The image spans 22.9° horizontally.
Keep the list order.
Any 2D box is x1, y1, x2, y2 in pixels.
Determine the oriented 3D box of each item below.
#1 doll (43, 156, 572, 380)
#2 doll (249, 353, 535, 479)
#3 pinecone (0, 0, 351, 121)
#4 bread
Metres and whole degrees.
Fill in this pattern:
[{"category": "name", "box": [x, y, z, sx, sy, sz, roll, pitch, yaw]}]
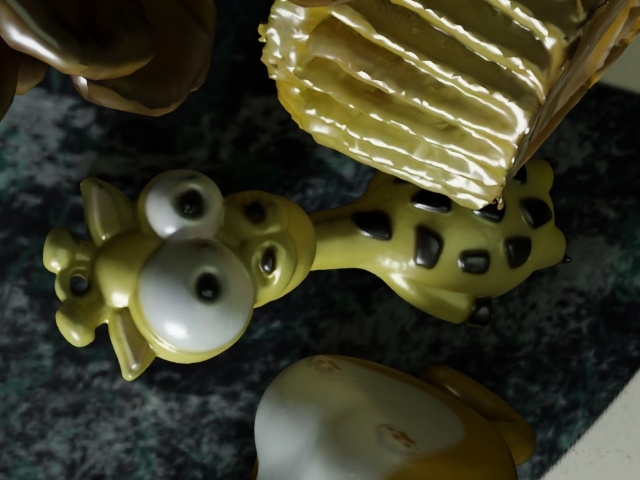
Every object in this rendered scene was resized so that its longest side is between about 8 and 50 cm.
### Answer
[{"category": "doll", "box": [0.000, 0.000, 0.833, 0.291, 0.086, 0.117, -8, 76, -22]}, {"category": "doll", "box": [-0.001, 0.189, 0.878, 0.162, 0.167, 0.270, 35, 97, -33]}, {"category": "pinecone", "box": [-0.065, -0.220, 0.494, 0.384, 0.384, 0.384, -11, 118, -22]}, {"category": "bread", "box": [0.081, -0.131, 0.732, 0.240, 0.139, 0.240, -52, 167, -17]}]
